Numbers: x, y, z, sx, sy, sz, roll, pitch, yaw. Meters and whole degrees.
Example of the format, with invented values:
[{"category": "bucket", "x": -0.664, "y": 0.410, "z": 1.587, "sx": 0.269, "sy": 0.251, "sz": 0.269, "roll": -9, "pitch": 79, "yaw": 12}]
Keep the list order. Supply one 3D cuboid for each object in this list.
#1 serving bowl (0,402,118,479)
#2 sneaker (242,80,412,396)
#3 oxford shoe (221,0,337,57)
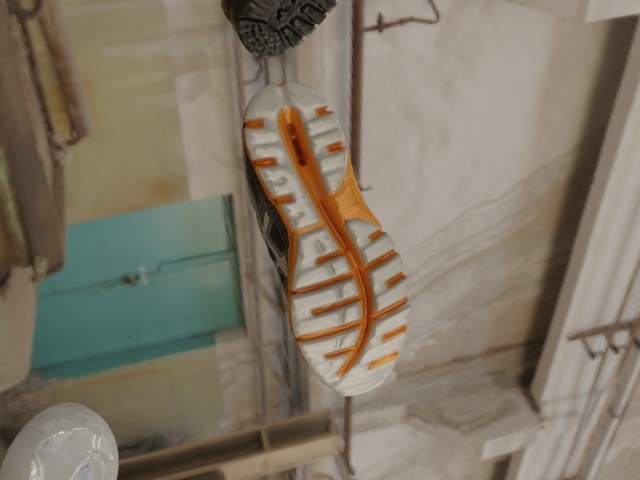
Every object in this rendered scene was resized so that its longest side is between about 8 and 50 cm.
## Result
[{"category": "serving bowl", "x": -0.142, "y": 0.135, "z": 0.502, "sx": 0.083, "sy": 0.027, "sz": 0.083, "roll": -21, "pitch": 115, "yaw": -58}, {"category": "sneaker", "x": 0.000, "y": 0.000, "z": 0.605, "sx": 0.083, "sy": 0.084, "sz": 0.215, "roll": 180, "pitch": -105, "yaw": -75}, {"category": "oxford shoe", "x": 0.010, "y": -0.244, "z": 0.646, "sx": 0.083, "sy": 0.227, "sz": 0.096, "roll": 40, "pitch": 14, "yaw": -50}]
